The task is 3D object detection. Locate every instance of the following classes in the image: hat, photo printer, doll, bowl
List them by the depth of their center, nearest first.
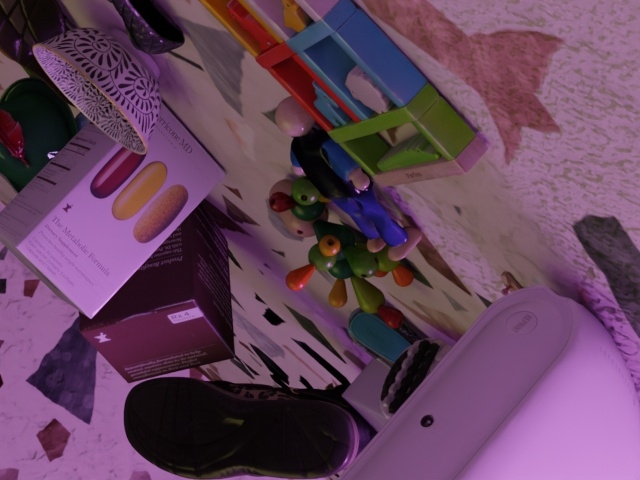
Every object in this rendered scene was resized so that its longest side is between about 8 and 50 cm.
[{"bbox_3d":[0.150,0.204,1.178,0.107,0.307,0.256,29,159,42],"label":"photo printer"},{"bbox_3d":[0.015,-0.060,1.305,0.129,0.046,0.189,22,156,54],"label":"doll"},{"bbox_3d":[-0.230,-0.182,1.553,0.170,0.080,0.170,40,168,11],"label":"bowl"},{"bbox_3d":[-0.440,-0.127,1.858,0.173,0.183,0.208,21,116,32],"label":"hat"}]

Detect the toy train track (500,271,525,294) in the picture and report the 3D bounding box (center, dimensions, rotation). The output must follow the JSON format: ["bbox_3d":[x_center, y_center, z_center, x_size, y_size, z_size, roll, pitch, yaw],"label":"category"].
[{"bbox_3d":[0.189,0.062,1.265,0.083,0.014,0.048,46,167,-20],"label":"toy train track"}]

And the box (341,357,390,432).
[{"bbox_3d":[0.131,0.222,1.780,0.130,0.091,0.170,48,166,-26],"label":"box"}]

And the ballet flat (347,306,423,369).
[{"bbox_3d":[0.114,0.141,1.668,0.188,0.070,0.070,44,167,1],"label":"ballet flat"}]

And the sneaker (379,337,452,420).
[{"bbox_3d":[0.168,0.181,1.515,0.118,0.110,0.292,35,167,-27],"label":"sneaker"}]

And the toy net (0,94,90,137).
[{"bbox_3d":[-0.378,-0.144,1.956,0.232,0.045,0.122,17,114,35],"label":"toy net"}]

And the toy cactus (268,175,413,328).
[{"bbox_3d":[0.000,0.000,1.464,0.180,0.112,0.219,43,180,45],"label":"toy cactus"}]

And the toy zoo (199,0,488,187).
[{"bbox_3d":[-0.011,-0.158,1.100,0.293,0.030,0.192,45,167,-11],"label":"toy zoo"}]

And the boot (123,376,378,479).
[{"bbox_3d":[-0.060,0.263,1.992,0.377,0.138,0.284,-2,176,30],"label":"boot"}]

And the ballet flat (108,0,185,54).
[{"bbox_3d":[-0.177,-0.239,1.320,0.049,0.057,0.173,-6,150,14],"label":"ballet flat"}]

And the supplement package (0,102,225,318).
[{"bbox_3d":[-0.262,-0.049,1.706,0.139,0.244,0.134,48,167,-28],"label":"supplement package"}]

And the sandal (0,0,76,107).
[{"bbox_3d":[-0.328,-0.245,1.680,0.219,0.090,0.060,45,-170,-45],"label":"sandal"}]

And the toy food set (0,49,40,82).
[{"bbox_3d":[-0.412,-0.249,1.957,0.192,0.038,0.132,28,161,47],"label":"toy food set"}]

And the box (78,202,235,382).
[{"bbox_3d":[-0.227,0.058,1.933,0.167,0.168,0.203,61,-161,-54],"label":"box"}]
